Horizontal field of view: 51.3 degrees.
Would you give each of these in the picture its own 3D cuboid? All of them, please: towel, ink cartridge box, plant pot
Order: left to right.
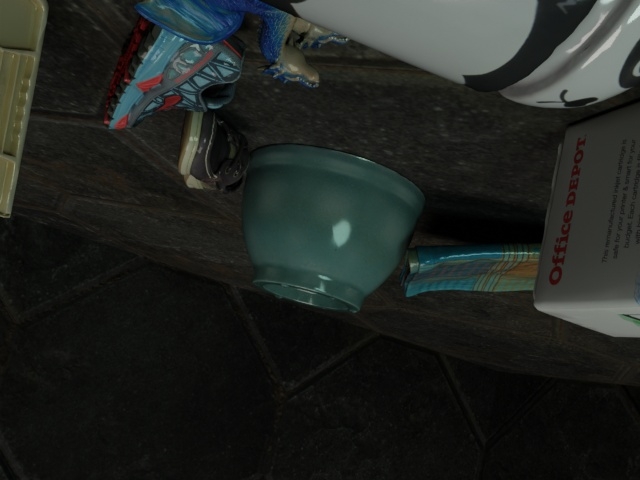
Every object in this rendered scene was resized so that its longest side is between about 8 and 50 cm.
[{"bbox_3d":[0.000,0.000,1.050,0.293,0.196,0.293,15,167,3],"label":"plant pot"},{"bbox_3d":[0.315,0.049,1.060,0.370,0.040,0.271,-1,166,4],"label":"towel"},{"bbox_3d":[0.334,-0.024,0.572,0.117,0.201,0.278,20,166,-20],"label":"ink cartridge box"}]

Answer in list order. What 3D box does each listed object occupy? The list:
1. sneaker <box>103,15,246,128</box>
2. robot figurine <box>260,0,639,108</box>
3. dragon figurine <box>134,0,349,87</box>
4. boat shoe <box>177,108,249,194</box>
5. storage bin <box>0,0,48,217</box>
[{"bbox_3d":[-0.162,-0.169,0.738,0.125,0.104,0.262,19,167,-24],"label":"sneaker"},{"bbox_3d":[0.064,-0.170,0.325,0.278,0.209,0.174,18,126,-13],"label":"robot figurine"},{"bbox_3d":[-0.090,-0.210,0.524,0.289,0.085,0.144,19,166,-23],"label":"dragon figurine"},{"bbox_3d":[-0.144,-0.122,0.930,0.092,0.103,0.285,11,171,-6],"label":"boat shoe"},{"bbox_3d":[-0.455,-0.179,0.696,0.262,0.260,0.123,13,-176,7],"label":"storage bin"}]
